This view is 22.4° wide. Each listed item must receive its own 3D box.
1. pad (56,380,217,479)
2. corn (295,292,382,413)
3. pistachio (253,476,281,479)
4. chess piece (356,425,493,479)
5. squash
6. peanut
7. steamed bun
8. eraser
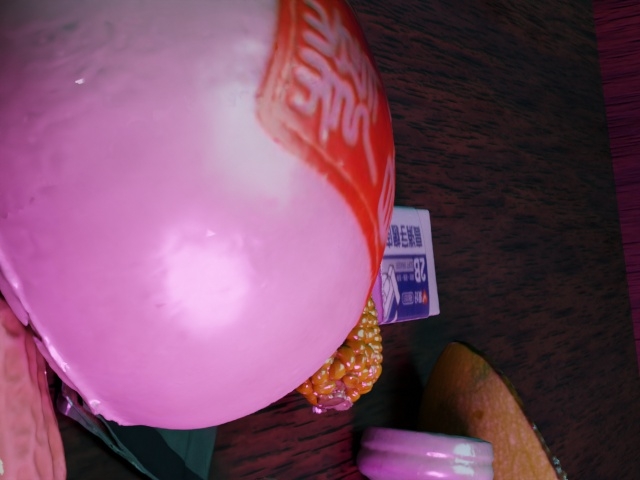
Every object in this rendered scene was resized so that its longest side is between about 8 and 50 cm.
[{"bbox_3d":[-0.128,0.098,1.238,0.233,0.022,0.174,55,34,-51],"label":"pad"},{"bbox_3d":[-0.003,0.000,1.497,0.102,0.102,0.312,29,52,-64],"label":"corn"},{"bbox_3d":[-0.041,0.357,1.063,0.445,0.282,0.365,-96,162,-51],"label":"pistachio"},{"bbox_3d":[0.092,0.326,1.617,0.139,0.139,0.271,20,76,-66],"label":"chess piece"},{"bbox_3d":[0.203,0.272,1.773,0.233,0.210,0.308,113,-17,-69],"label":"squash"},{"bbox_3d":[-0.214,0.079,0.902,0.197,0.110,0.233,-4,87,-76],"label":"peanut"},{"bbox_3d":[-0.081,-0.075,1.006,0.374,0.241,0.374,-22,90,-87],"label":"steamed bun"},{"bbox_3d":[0.066,0.026,1.696,0.210,0.068,0.124,1,81,-69],"label":"eraser"}]
